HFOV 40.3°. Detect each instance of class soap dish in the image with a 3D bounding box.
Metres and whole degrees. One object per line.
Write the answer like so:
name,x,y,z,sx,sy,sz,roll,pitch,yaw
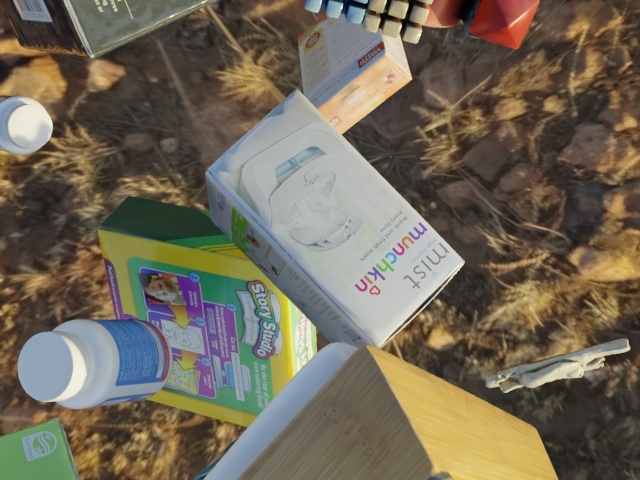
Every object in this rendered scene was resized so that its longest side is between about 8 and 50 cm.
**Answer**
soap dish,0.044,0.208,0.627,0.229,0.291,0.118,-49,51,7

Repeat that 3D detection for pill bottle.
pill bottle,-0.568,-0.216,1.626,0.108,0.193,0.108,-7,103,-34
pill bottle,-0.315,0.172,1.230,0.124,0.221,0.124,-2,84,21

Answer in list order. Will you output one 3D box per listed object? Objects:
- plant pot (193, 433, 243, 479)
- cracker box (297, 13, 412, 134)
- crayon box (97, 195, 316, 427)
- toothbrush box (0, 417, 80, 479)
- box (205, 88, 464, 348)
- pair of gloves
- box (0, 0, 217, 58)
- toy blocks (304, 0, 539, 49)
plant pot,-0.031,0.322,1.223,0.166,0.234,0.165,-28,94,17
cracker box,0.047,-0.282,1.345,0.156,0.232,0.067,-35,126,25
crayon box,-0.169,0.127,1.399,0.313,0.106,0.362,11,128,17
toothbrush box,-0.336,0.275,0.739,0.283,0.206,0.122,-18,68,-18
box,0.000,0.000,0.916,0.231,0.262,0.127,45,80,3
pair of gloves,0.369,0.206,1.381,0.204,0.240,0.042,-14,77,-1
box,-0.230,-0.424,1.172,0.395,0.293,0.212,-32,119,-25
toy blocks,0.048,-0.270,0.764,0.382,0.261,0.190,14,124,-8
